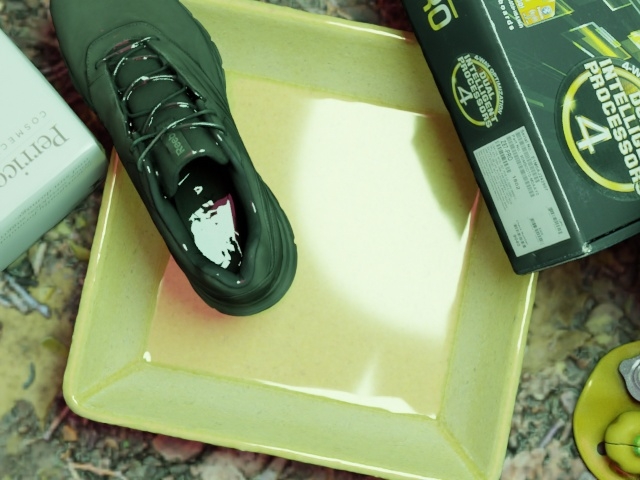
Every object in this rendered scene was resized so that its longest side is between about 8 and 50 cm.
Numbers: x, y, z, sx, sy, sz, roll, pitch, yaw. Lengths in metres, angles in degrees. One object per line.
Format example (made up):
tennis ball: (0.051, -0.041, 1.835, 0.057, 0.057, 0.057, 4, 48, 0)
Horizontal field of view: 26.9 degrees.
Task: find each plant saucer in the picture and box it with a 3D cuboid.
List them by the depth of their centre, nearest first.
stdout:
plant saucer: (0.000, 0.000, 1.033, 0.332, 0.081, 0.333, 11, 86, 0)

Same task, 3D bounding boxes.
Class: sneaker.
sneaker: (-0.101, -0.083, 0.933, 0.109, 0.130, 0.286, -32, 86, -1)

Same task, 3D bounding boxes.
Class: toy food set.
toy food set: (0.308, 0.130, 1.035, 0.217, 0.071, 0.128, -14, 87, -2)

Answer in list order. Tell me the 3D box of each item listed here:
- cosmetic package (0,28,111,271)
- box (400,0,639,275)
cosmetic package: (-0.358, -0.134, 0.997, 0.217, 0.156, 0.385, -43, 87, -5)
box: (0.205, -0.210, 0.985, 0.318, 0.097, 0.395, -21, 87, -31)
